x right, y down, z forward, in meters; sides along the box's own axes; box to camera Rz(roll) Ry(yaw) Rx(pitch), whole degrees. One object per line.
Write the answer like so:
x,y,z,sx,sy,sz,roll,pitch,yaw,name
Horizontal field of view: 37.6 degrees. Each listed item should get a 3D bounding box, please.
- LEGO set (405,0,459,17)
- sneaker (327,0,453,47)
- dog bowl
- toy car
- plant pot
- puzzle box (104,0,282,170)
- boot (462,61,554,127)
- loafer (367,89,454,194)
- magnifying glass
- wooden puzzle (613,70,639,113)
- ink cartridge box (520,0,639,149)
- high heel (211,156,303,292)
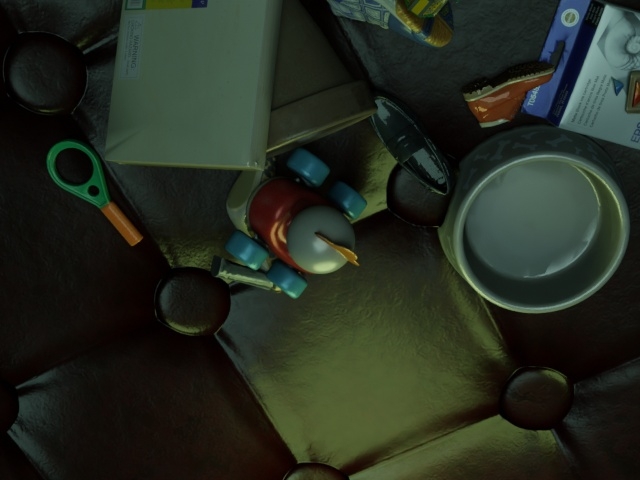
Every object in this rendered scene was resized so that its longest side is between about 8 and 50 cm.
0.132,-0.514,1.378,0.331,0.255,0.192,41,149,-4,LEGO set
0.085,-0.405,1.535,0.296,0.112,0.131,31,153,-26,sneaker
0.385,-0.027,1.675,0.348,0.102,0.349,0,113,1,dog bowl
0.000,0.000,1.578,0.210,0.238,0.219,39,88,-37,toy car
-0.066,-0.267,1.528,0.263,0.263,0.229,-20,94,10,plant pot
-0.190,-0.315,1.451,0.272,0.052,0.409,5,87,27,puzzle box
0.331,-0.249,1.610,0.158,0.059,0.085,-19,114,19,boot
0.156,-0.169,1.634,0.076,0.078,0.223,-38,107,16,loafer
-0.407,-0.086,1.719,0.092,0.026,0.231,-33,106,14,magnifying glass
0.549,-0.247,1.573,0.116,0.014,0.078,-8,113,1,wooden puzzle
0.482,-0.285,1.592,0.224,0.045,0.223,14,113,-4,ink cartridge box
-0.080,-0.035,1.719,0.186,0.093,0.261,15,98,-34,high heel
